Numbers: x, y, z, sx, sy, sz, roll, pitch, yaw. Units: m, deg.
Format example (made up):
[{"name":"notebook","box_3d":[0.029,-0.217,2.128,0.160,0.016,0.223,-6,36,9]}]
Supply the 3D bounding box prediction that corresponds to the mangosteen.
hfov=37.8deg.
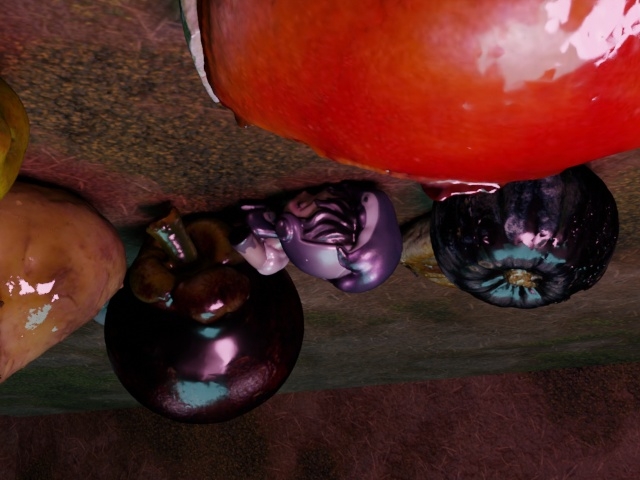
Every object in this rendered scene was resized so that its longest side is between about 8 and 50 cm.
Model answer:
[{"name":"mangosteen","box_3d":[-0.161,0.118,1.354,0.297,0.296,0.313,6,159,-22]}]

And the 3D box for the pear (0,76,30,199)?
[{"name":"pear","box_3d":[-0.356,-0.090,0.845,0.220,0.187,0.187,-7,162,33]}]

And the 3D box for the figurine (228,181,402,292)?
[{"name":"figurine","box_3d":[0.000,0.000,1.232,0.222,0.145,0.145,-5,163,30]}]

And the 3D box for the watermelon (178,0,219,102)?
[{"name":"watermelon","box_3d":[-0.046,-0.172,0.766,0.158,0.097,0.121,1,163,-20]}]

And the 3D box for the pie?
[{"name":"pie","box_3d":[0.254,0.017,1.424,0.303,0.066,0.302,0,164,0]}]

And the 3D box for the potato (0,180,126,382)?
[{"name":"potato","box_3d":[-0.397,0.042,1.214,0.289,0.300,0.237,16,-160,29]}]

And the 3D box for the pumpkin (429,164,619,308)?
[{"name":"pumpkin","box_3d":[0.251,-0.014,1.160,0.233,0.163,0.233,5,154,3]}]

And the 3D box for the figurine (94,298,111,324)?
[{"name":"figurine","box_3d":[-0.367,0.088,1.589,0.147,0.093,0.197,-25,151,4]}]

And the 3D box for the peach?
[{"name":"peach","box_3d":[0.078,-0.158,0.508,0.338,0.281,0.281,-27,150,37]}]
